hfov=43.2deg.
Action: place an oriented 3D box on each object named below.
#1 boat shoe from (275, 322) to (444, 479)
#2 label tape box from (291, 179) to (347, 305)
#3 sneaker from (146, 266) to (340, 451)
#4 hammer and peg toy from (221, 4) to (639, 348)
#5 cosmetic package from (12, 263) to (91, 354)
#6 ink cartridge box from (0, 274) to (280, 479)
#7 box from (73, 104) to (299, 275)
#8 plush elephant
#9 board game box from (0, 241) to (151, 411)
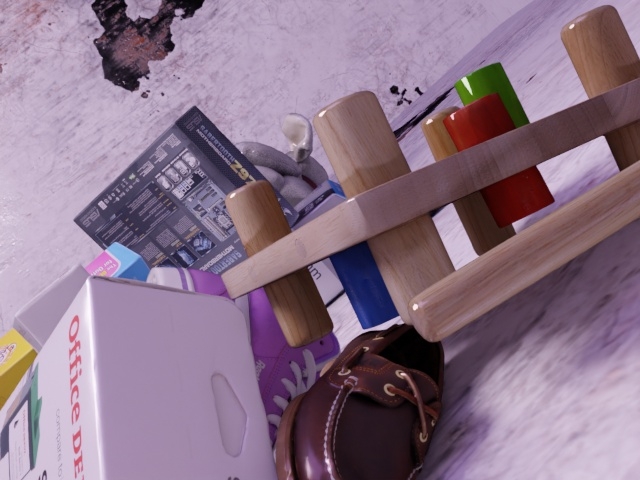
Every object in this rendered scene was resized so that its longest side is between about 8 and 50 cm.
[{"bbox_3d":[0.032,0.093,0.452,0.073,0.073,0.207,-33,7,16],"label":"boat shoe"},{"bbox_3d":[0.000,0.000,1.109,0.348,0.115,0.249,-42,7,4],"label":"label tape box"},{"bbox_3d":[-0.041,0.122,0.581,0.282,0.161,0.102,-106,33,-49],"label":"sneaker"},{"bbox_3d":[0.091,-0.042,0.488,0.266,0.127,0.361,-23,-2,-23],"label":"hammer and peg toy"},{"bbox_3d":[-0.204,0.140,0.819,0.085,0.231,0.117,-45,7,-23],"label":"cosmetic package"},{"bbox_3d":[-0.123,0.147,0.443,0.219,0.093,0.160,-50,42,32],"label":"ink cartridge box"},{"bbox_3d":[-0.168,-0.027,0.993,0.233,0.183,0.059,-35,14,36],"label":"box"},{"bbox_3d":[-0.076,-0.080,1.490,0.330,0.271,0.255,-13,22,-1],"label":"plush elephant"},{"bbox_3d":[-0.285,0.193,0.937,0.316,0.242,0.064,-44,40,-22],"label":"board game box"}]
